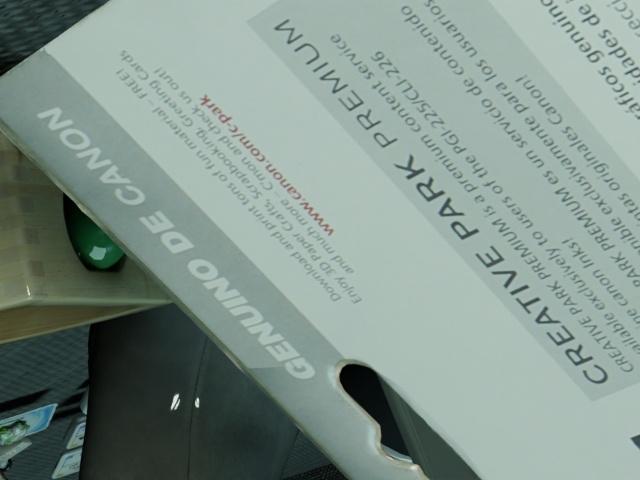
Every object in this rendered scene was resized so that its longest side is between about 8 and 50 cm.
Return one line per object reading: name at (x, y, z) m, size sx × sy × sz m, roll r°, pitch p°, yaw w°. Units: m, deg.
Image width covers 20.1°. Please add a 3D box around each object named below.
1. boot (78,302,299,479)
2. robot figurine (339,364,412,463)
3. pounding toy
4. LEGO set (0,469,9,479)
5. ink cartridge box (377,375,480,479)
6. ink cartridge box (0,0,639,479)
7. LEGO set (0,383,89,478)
boot at (-0.060, 0.153, 0.829) m, size 0.118 × 0.338 × 0.222 m, roll 7°, pitch -162°, yaw -10°
robot figurine at (0.099, 0.058, 1.264) m, size 0.173 × 0.209 × 0.278 m, roll -57°, pitch -173°, yaw -28°
pounding toy at (-0.120, -0.016, 0.710) m, size 0.141 × 0.100 × 0.130 m, roll -14°, pitch 172°, yaw 22°
LEGO set at (-0.231, 0.169, 0.780) m, size 0.255 × 0.192 × 0.331 m, roll -35°, pitch -164°, yaw -12°
ink cartridge box at (0.087, -0.011, 0.705) m, size 0.168 × 0.232 × 0.171 m, roll -21°, pitch 170°, yaw -1°
ink cartridge box at (0.116, -0.023, 0.476) m, size 0.272 × 0.309 × 0.130 m, roll -28°, pitch -156°, yaw 35°
LEGO set at (-0.252, 0.156, 1.475) m, size 0.244 × 0.060 × 0.182 m, roll -17°, pitch 157°, yaw -29°
